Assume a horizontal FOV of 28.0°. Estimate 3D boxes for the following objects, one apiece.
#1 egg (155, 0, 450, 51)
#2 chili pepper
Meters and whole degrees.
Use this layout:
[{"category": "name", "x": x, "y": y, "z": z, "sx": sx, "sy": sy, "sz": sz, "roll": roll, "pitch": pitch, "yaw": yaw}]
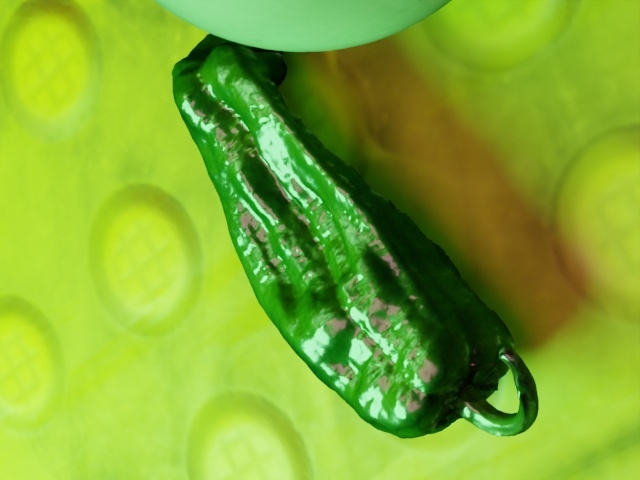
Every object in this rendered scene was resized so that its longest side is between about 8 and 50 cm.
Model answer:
[{"category": "egg", "x": -0.011, "y": -0.256, "z": 0.475, "sx": 0.230, "sy": 0.230, "sz": 0.371, "roll": -4, "pitch": 88, "yaw": 36}, {"category": "chili pepper", "x": 0.005, "y": -0.003, "z": 0.587, "sx": 0.257, "sy": 0.074, "sz": 0.100, "roll": 51, "pitch": 121, "yaw": 21}]
